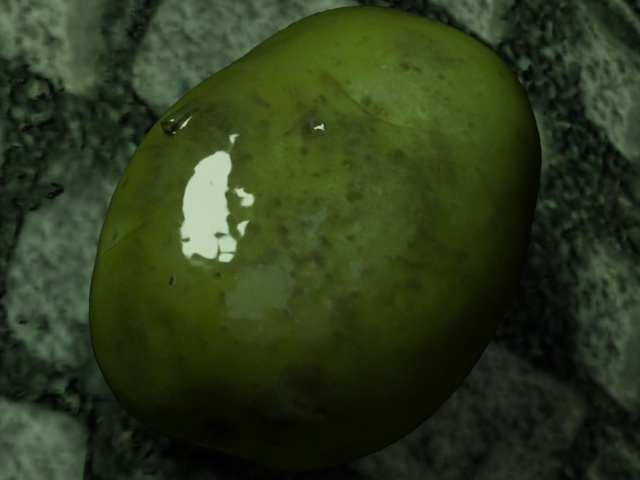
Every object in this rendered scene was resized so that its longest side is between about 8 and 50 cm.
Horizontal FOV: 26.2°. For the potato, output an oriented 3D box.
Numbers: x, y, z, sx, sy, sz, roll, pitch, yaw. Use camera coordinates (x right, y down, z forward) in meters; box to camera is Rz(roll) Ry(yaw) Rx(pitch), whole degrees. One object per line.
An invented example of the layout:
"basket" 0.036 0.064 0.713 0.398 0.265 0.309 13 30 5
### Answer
"potato" -0.001 -0.002 0.656 0.197 0.148 0.228 26 68 -25
